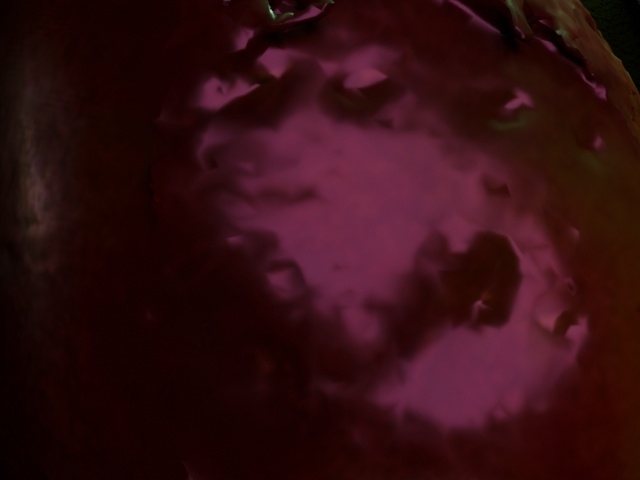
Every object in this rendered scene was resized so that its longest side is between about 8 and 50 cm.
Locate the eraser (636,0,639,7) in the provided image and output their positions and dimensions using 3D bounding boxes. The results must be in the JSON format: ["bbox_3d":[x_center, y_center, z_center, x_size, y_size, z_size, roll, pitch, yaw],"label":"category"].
[{"bbox_3d":[0.364,-0.122,1.023,0.155,0.101,0.332,-8,66,-31],"label":"eraser"}]

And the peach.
[{"bbox_3d":[0.000,0.000,0.627,0.339,0.353,0.416,-8,57,-34],"label":"peach"}]
